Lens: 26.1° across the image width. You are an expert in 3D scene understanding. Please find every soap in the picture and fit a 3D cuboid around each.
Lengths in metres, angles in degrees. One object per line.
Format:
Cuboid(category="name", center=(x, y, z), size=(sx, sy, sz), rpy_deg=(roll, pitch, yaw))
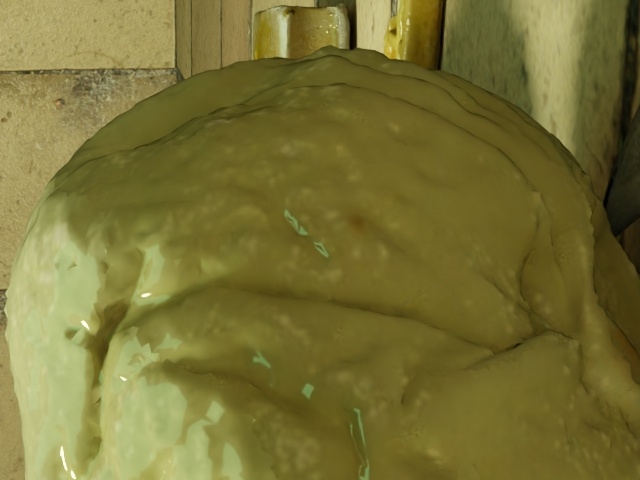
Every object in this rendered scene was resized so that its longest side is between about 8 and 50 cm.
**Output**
Cuboid(category="soap", center=(-0.018, -0.095, 1.339), size=(0.160, 0.080, 0.258), rpy_deg=(-153, 62, -78))

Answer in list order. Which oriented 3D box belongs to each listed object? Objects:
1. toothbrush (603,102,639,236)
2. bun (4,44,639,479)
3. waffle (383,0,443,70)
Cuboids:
Cuboid(category="toothbrush", center=(0.165, -0.122, 0.508), size=(0.413, 0.042, 0.035), rpy_deg=(100, 164, -54))
Cuboid(category="bun", center=(0.039, 0.083, 0.595), size=(0.349, 0.227, 0.352), rpy_deg=(59, -151, -21))
Cuboid(category="waffle", center=(0.066, -0.168, 1.036), size=(0.125, 0.032, 0.191), rpy_deg=(-114, 26, -68))
